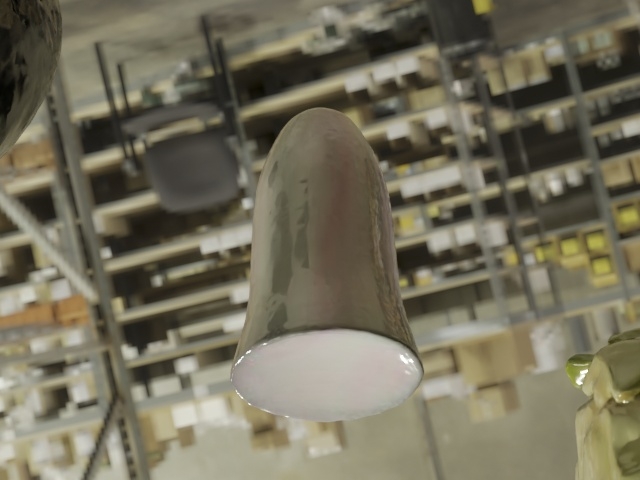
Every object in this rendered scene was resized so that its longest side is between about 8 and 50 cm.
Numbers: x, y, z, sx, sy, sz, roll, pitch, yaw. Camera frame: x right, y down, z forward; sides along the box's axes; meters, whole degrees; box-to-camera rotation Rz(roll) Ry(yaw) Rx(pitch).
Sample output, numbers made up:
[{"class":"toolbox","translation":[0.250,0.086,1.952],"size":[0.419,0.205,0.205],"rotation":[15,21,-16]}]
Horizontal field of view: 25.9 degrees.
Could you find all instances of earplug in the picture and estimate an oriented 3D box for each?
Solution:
[{"class":"earplug","translation":[0.000,0.000,1.316],"size":[0.172,0.301,0.172],"rotation":[-2,146,-1]}]

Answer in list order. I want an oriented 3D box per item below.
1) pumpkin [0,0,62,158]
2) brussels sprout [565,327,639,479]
[{"class":"pumpkin","translation":[-0.433,-0.217,1.179],"size":[0.344,0.454,0.454],"rotation":[-47,164,15]},{"class":"brussels sprout","translation":[0.406,0.217,1.177],"size":[0.361,0.342,0.425],"rotation":[0,153,-3]}]
